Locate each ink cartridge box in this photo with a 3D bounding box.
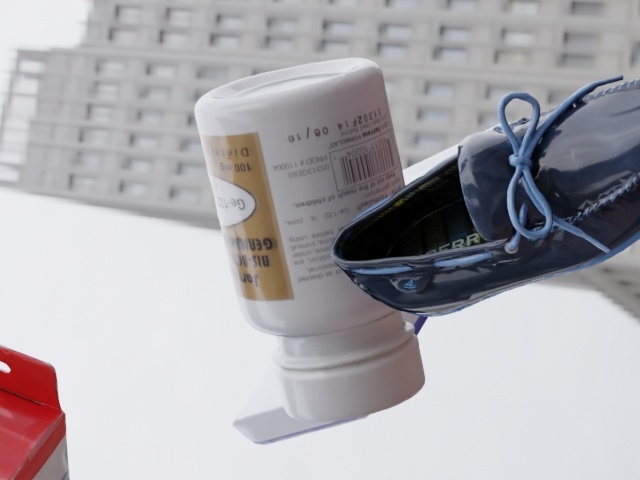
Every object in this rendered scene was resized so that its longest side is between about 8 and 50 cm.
[{"bbox_3d":[-0.263,0.174,1.356,0.078,0.134,0.231,-56,-23,-43],"label":"ink cartridge box"}]

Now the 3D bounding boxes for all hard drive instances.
[{"bbox_3d":[0.057,0.041,1.661,0.040,0.210,0.319,42,-119,-14],"label":"hard drive"}]

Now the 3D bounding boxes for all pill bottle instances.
[{"bbox_3d":[0.000,0.000,1.238,0.131,0.131,0.229,-31,-68,-55],"label":"pill bottle"}]

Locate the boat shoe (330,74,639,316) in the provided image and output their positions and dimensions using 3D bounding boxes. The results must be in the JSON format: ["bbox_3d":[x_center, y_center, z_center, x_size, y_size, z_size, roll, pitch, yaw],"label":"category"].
[{"bbox_3d":[0.113,-0.019,1.074,0.089,0.258,0.109,22,-135,-39],"label":"boat shoe"}]
